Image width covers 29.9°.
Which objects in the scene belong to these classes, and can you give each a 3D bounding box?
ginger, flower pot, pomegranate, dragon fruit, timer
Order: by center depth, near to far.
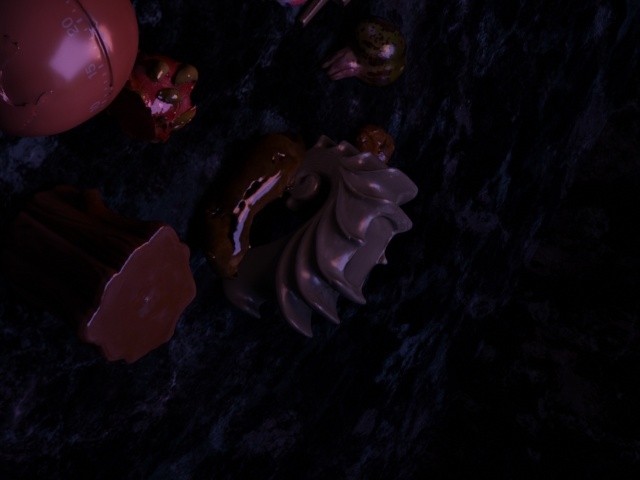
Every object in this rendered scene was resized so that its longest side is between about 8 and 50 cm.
[{"bbox_3d":[-0.339,-0.240,1.417,0.215,0.230,0.229,-36,144,-31],"label":"timer"},{"bbox_3d":[-0.241,-0.214,1.741,0.150,0.133,0.208,-44,177,21],"label":"dragon fruit"},{"bbox_3d":[-0.118,-0.081,2.092,0.309,0.107,0.133,-59,139,-15],"label":"ginger"},{"bbox_3d":[0.000,0.000,2.200,0.367,0.254,0.164,-61,147,-5],"label":"flower pot"},{"bbox_3d":[0.089,-0.335,2.200,0.163,0.125,0.138,-48,162,-25],"label":"pomegranate"},{"bbox_3d":[0.091,-0.162,2.415,0.162,0.073,0.103,-57,152,-9],"label":"ginger"}]

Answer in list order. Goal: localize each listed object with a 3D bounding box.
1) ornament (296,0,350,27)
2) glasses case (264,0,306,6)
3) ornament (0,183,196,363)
[{"bbox_3d":[0.047,-0.467,2.054,0.245,0.061,0.230,-51,168,-16],"label":"ornament"},{"bbox_3d":[0.007,-0.500,1.903,0.327,0.125,0.076,-53,153,-17],"label":"glasses case"},{"bbox_3d":[-0.324,0.035,1.706,0.235,0.218,0.221,-24,134,-51],"label":"ornament"}]
